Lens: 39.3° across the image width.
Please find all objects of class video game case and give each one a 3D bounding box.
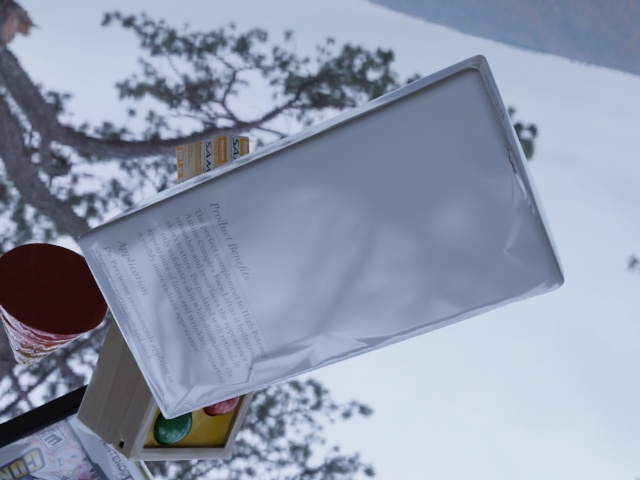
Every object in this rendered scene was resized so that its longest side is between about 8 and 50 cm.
[{"bbox_3d":[-0.345,0.309,1.057,0.274,0.248,0.035,-24,-138,-8],"label":"video game case"}]

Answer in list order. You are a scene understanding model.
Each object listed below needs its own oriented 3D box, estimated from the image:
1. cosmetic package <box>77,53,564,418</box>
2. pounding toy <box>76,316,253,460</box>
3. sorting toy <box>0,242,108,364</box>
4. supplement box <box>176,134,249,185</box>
[{"bbox_3d":[0.000,0.000,0.483,0.231,0.117,0.085,-20,-169,17],"label":"cosmetic package"},{"bbox_3d":[-0.097,0.095,0.836,0.094,0.206,0.181,24,-176,38],"label":"pounding toy"},{"bbox_3d":[-0.404,0.050,0.894,0.365,0.126,0.127,18,-141,-19],"label":"sorting toy"},{"bbox_3d":[-0.126,-0.085,1.040,0.036,0.062,0.098,1,175,-44],"label":"supplement box"}]
